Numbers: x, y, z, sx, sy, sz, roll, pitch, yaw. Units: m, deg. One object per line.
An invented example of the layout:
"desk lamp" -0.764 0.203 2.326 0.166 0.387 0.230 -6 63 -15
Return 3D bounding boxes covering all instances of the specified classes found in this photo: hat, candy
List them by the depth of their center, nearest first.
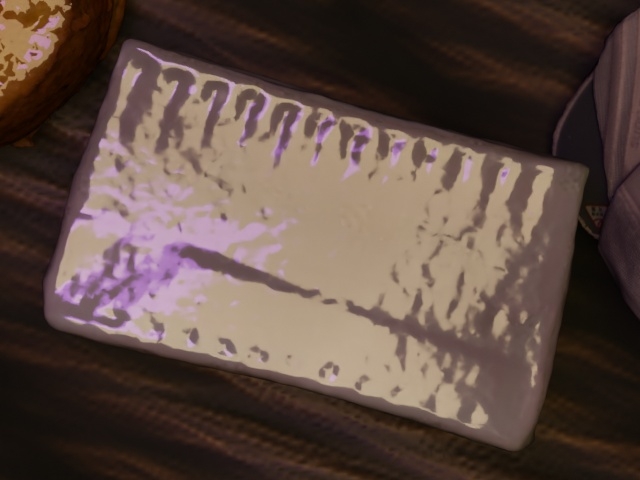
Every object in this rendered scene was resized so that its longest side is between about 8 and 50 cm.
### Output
"candy" -0.001 0.002 1.089 0.359 0.145 0.208 15 92 -4
"hat" 0.298 -0.046 1.096 0.232 0.161 0.275 -8 91 -6

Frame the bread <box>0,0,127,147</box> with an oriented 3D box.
"bread" -0.286 -0.201 1.046 0.312 0.172 0.312 0 95 -5
